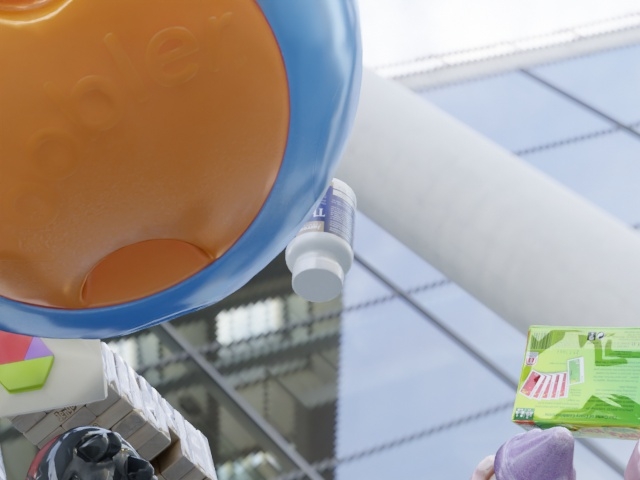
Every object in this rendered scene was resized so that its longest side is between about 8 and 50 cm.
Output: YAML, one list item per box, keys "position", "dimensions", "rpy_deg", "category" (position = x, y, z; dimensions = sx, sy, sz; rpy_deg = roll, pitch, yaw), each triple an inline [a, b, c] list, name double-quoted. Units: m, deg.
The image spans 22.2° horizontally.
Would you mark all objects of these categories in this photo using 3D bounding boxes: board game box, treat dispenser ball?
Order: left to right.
- position: [-0.123, -0.095, 0.811]
  dimensions: [0.288, 0.288, 0.288]
  rpy_deg: [-16, -57, -27]
  category: "treat dispenser ball"
- position: [0.262, 0.124, 1.420]
  dimensions: [0.043, 0.181, 0.092]
  rpy_deg: [34, -117, -46]
  category: "board game box"

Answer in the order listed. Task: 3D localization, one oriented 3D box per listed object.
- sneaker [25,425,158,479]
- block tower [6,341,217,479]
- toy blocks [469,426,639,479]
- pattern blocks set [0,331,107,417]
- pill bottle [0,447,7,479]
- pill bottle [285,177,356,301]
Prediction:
- position: [-0.152, 0.227, 0.875]
  dimensions: [0.098, 0.135, 0.276]
  rpy_deg: [-13, -70, -52]
  category: "sneaker"
- position: [-0.233, 0.124, 1.452]
  dimensions: [0.091, 0.097, 0.335]
  rpy_deg: [-39, -65, 6]
  category: "block tower"
- position: [0.265, 0.243, 1.029]
  dimensions: [0.309, 0.288, 0.260]
  rpy_deg: [2, -39, -22]
  category: "toy blocks"
- position: [-0.233, 0.047, 1.145]
  dimensions: [0.285, 0.325, 0.026]
  rpy_deg: [-24, -19, -13]
  category: "pattern blocks set"
- position: [-0.418, 0.222, 1.710]
  dimensions: [0.162, 0.278, 0.162]
  rpy_deg: [-10, -54, -14]
  category: "pill bottle"
- position: [0.000, 0.000, 1.602]
  dimensions: [0.067, 0.120, 0.067]
  rpy_deg: [2, -44, 2]
  category: "pill bottle"
